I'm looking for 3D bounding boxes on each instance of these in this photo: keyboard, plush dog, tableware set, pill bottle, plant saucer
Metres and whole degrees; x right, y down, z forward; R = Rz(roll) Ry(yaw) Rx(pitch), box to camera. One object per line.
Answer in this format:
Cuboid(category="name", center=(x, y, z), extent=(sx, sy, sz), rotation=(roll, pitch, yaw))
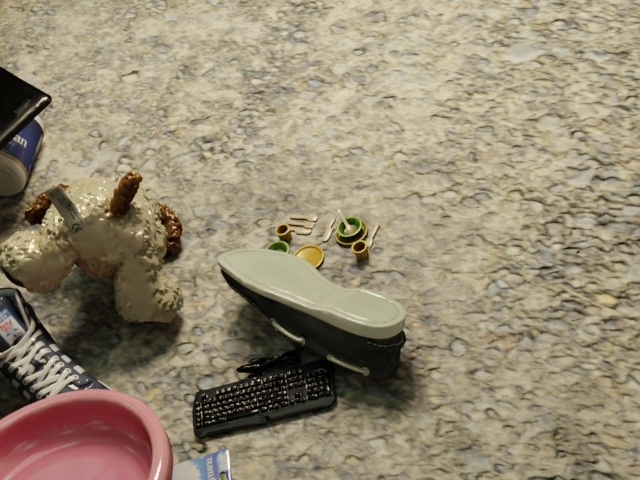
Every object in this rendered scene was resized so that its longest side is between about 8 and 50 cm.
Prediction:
Cuboid(category="keyboard", center=(-0.078, 0.187, 1.605), extent=(0.192, 0.038, 0.100), rotation=(-15, 47, 8))
Cuboid(category="plush dog", center=(-0.300, -0.026, 1.749), extent=(0.262, 0.211, 0.225), rotation=(16, 15, -13))
Cuboid(category="tableware set", center=(0.000, 0.000, 1.746), extent=(0.154, 0.024, 0.104), rotation=(7, 54, 26))
Cuboid(category="pill bottle", center=(-0.506, -0.164, 2.044), extent=(0.094, 0.094, 0.169), rotation=(-5, 49, 18))
Cuboid(category="plant saucer", center=(-0.322, 0.323, 1.483), extent=(0.332, 0.084, 0.332), rotation=(-15, 36, 11))

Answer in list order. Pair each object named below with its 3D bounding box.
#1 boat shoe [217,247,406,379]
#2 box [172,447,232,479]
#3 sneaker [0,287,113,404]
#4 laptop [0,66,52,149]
Cuboid(category="boat shoe", center=(-0.021, 0.093, 1.623), extent=(0.114, 0.091, 0.302), rotation=(-20, 33, -40))
Cuboid(category="box", center=(-0.182, 0.330, 1.516), extent=(0.178, 0.042, 0.109), rotation=(-20, 45, 6))
Cuboid(category="sneaker", center=(-0.373, 0.166, 1.661), extent=(0.099, 0.153, 0.282), rotation=(-42, 48, -15))
Cuboid(category="laptop", center=(-0.653, -0.109, 1.998), extent=(0.408, 0.236, 0.382), rotation=(29, 67, 29))
